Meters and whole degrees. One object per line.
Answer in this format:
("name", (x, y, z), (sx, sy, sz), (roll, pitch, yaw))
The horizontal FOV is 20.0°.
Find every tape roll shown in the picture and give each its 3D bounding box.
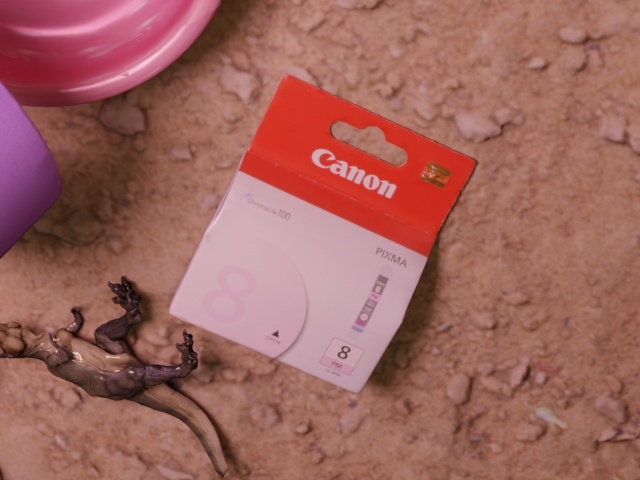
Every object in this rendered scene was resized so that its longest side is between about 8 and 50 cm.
("tape roll", (-0.333, -0.097, 1.414), (0.275, 0.275, 0.090), (47, 69, -19))

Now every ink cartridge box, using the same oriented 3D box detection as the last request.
("ink cartridge box", (0.000, 0.000, 1.562), (0.189, 0.066, 0.232), (24, 120, -8))

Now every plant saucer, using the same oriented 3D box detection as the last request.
("plant saucer", (-0.223, -0.270, 1.419), (0.332, 0.084, 0.332), (2, 118, 3))

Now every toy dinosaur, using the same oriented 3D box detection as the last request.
("toy dinosaur", (-0.172, 0.109, 1.628), (0.268, 0.064, 0.118), (29, 122, -14))
